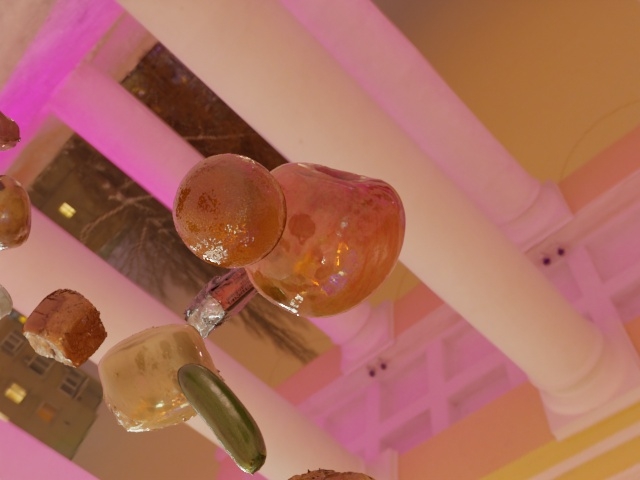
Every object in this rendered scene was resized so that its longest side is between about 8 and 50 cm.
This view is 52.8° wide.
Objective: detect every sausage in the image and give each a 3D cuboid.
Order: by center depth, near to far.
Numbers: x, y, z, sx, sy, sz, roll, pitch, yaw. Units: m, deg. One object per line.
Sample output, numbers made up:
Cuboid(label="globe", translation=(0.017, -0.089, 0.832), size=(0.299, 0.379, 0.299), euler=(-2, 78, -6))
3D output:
Cuboid(label="sausage", translation=(-0.650, -0.235, 1.193), size=(0.088, 0.088, 0.433), euler=(-51, -179, -9))

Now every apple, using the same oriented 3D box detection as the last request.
Cuboid(label="apple", translation=(0.000, 0.000, 1.442), size=(0.364, 0.364, 0.364), euler=(-42, -162, 18))

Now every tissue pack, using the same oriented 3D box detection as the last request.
Cuboid(label="tissue pack", translation=(-0.239, 0.129, 1.914), size=(0.332, 0.123, 0.245), euler=(-41, 175, -39))

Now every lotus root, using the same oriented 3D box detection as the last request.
Cuboid(label="lotus root", translation=(-0.608, -0.063, 1.203), size=(0.220, 0.125, 0.118), euler=(110, -28, -53))

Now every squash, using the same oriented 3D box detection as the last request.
Cuboid(label="squash", translation=(-0.192, 0.342, 1.273), size=(0.082, 0.082, 0.292), euler=(-49, -128, -3))

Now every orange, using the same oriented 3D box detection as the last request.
Cuboid(label="orange", translation=(-0.150, -0.048, 1.082), size=(0.206, 0.206, 0.206), euler=(-42, -162, 18))

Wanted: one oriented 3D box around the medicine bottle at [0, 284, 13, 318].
Cuboid(label="medicine bottle", translation=(-0.587, 0.146, 0.990), size=(0.229, 0.121, 0.083), euler=(-46, 169, -49))

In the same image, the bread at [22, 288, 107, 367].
Cuboid(label="bread", translation=(-0.327, 0.112, 0.822), size=(0.083, 0.076, 0.070), euler=(11, -137, 29))

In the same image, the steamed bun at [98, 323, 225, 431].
Cuboid(label="steamed bun", translation=(-0.383, 0.324, 1.516), size=(0.273, 0.231, 0.166), euler=(-19, 165, 3))

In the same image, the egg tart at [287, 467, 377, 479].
Cuboid(label="egg tart", translation=(0.049, 0.444, 0.960), size=(0.294, 0.294, 0.123), euler=(-85, -167, -62))
